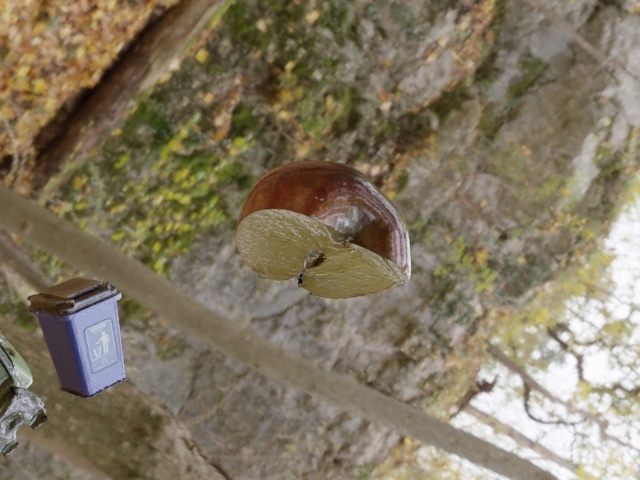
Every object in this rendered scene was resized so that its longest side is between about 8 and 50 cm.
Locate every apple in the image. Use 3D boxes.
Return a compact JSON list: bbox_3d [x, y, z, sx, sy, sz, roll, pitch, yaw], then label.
[{"bbox_3d":[0.000,0.000,1.837,0.295,0.329,0.365,-29,173,-28],"label":"apple"}]

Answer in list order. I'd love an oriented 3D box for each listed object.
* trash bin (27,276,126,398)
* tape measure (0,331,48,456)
[{"bbox_3d":[-0.527,0.208,1.995,0.184,0.235,0.162,7,-157,42],"label":"trash bin"},{"bbox_3d":[-0.355,0.057,0.778,0.115,0.207,0.235,-43,-131,-15],"label":"tape measure"}]
